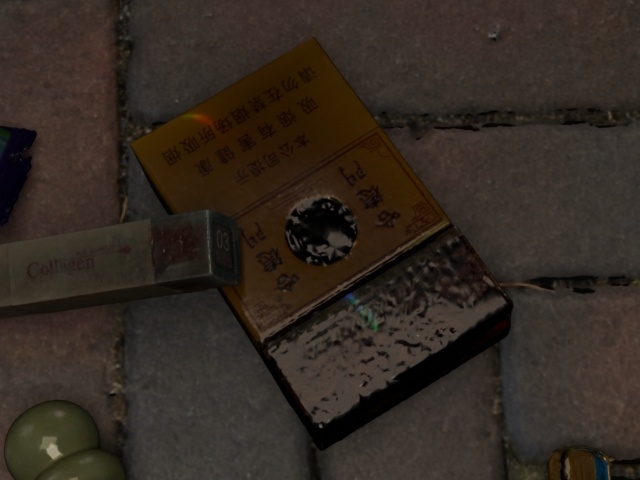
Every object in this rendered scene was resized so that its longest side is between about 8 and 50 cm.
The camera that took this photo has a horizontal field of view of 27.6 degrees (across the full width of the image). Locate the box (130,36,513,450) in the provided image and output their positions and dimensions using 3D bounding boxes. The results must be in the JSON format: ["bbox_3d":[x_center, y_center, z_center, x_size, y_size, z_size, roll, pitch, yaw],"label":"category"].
[{"bbox_3d":[0.000,0.001,1.495,0.264,0.116,0.415,-30,70,-9],"label":"box"}]

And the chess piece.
[{"bbox_3d":[-0.256,0.286,1.398,0.144,0.144,0.251,-32,66,-9],"label":"chess piece"}]

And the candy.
[{"bbox_3d":[-0.489,-0.096,1.586,0.275,0.070,0.145,9,62,9],"label":"candy"}]

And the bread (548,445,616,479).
[{"bbox_3d":[0.279,0.276,1.412,0.072,0.053,0.106,6,71,-19],"label":"bread"}]

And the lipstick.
[{"bbox_3d":[-0.272,0.034,1.452,0.371,0.080,0.076,-9,78,20],"label":"lipstick"}]
